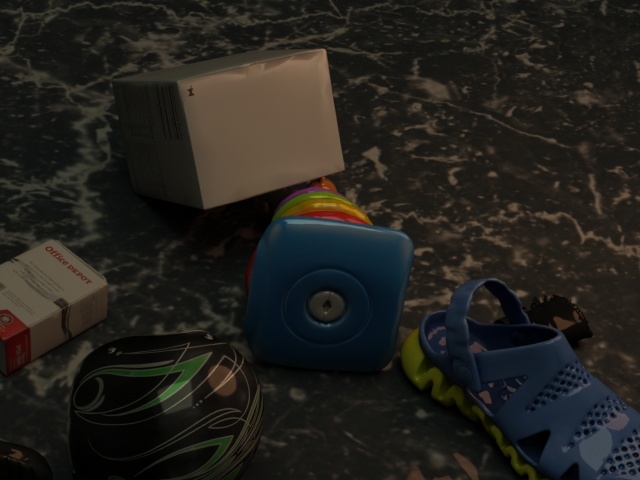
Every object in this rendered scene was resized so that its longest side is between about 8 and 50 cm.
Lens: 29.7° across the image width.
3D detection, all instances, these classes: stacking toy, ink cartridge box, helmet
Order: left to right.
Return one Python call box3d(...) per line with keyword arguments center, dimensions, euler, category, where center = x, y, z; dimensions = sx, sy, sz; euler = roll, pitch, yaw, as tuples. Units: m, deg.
box3d(center=(-0.305, 0.068, 1.270), dimensions=(0.099, 0.056, 0.135), euler=(34, 45, 29), category="ink cartridge box")
box3d(center=(-0.133, 0.165, 1.096), dimensions=(0.161, 0.169, 0.169), euler=(-5, 37, 10), category="helmet")
box3d(center=(0.000, 0.000, 1.356), dimensions=(0.165, 0.175, 0.302), euler=(7, 27, -6), category="stacking toy")

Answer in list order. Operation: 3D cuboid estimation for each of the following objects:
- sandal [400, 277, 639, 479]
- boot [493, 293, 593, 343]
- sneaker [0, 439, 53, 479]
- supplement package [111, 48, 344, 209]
box3d(center=(0.217, 0.146, 1.203), dimensions=(0.317, 0.138, 0.126), euler=(33, 42, 25), category="sandal")
box3d(center=(0.259, 0.111, 1.330), dimensions=(0.099, 0.045, 0.121), euler=(-15, 43, -32), category="boot")
box3d(center=(-0.393, 0.163, 1.081), dimensions=(0.330, 0.122, 0.146), euler=(9, 40, 0), category="sneaker")
box3d(center=(-0.111, -0.137, 1.431), dimensions=(0.194, 0.149, 0.203), euler=(-17, 15, -27), category="supplement package")
